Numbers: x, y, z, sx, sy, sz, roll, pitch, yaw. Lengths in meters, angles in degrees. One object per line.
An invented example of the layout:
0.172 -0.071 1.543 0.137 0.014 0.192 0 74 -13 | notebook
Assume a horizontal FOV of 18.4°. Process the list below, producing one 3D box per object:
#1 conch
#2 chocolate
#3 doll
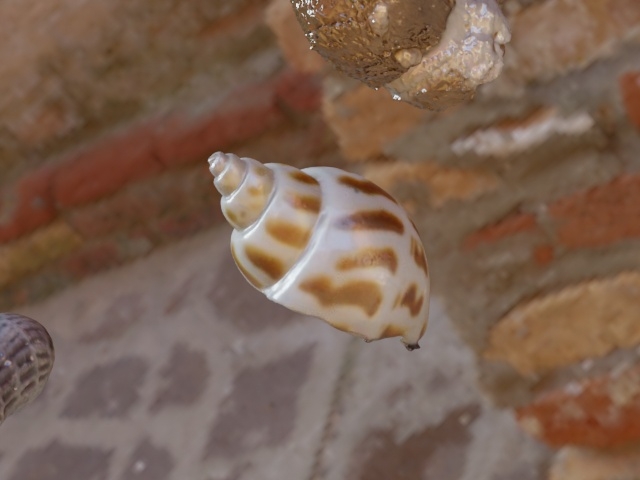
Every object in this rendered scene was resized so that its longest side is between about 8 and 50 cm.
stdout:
0.000 -0.001 2.028 0.183 0.275 0.149 -125 52 -71 | conch
-0.252 0.111 1.455 0.072 0.072 0.167 -20 20 38 | chocolate
0.040 -0.161 1.353 0.115 0.221 0.105 13 82 42 | doll
